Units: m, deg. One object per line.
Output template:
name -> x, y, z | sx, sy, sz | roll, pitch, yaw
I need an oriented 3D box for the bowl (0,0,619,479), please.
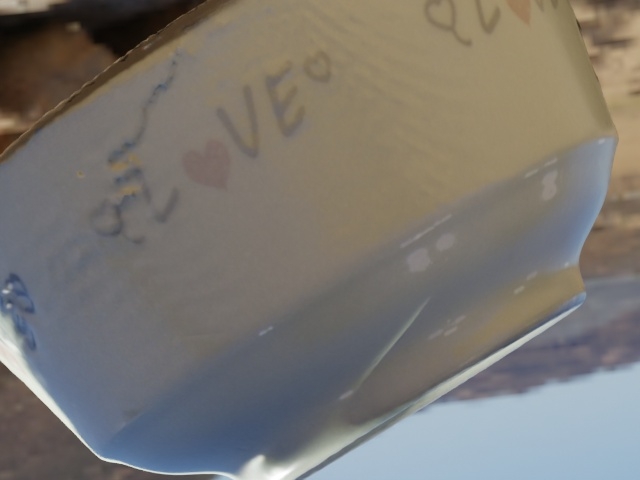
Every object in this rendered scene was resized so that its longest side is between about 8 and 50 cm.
bowl -> 0.000, 0.000, 0.618 | 0.238, 0.126, 0.238 | -31, 173, -4
